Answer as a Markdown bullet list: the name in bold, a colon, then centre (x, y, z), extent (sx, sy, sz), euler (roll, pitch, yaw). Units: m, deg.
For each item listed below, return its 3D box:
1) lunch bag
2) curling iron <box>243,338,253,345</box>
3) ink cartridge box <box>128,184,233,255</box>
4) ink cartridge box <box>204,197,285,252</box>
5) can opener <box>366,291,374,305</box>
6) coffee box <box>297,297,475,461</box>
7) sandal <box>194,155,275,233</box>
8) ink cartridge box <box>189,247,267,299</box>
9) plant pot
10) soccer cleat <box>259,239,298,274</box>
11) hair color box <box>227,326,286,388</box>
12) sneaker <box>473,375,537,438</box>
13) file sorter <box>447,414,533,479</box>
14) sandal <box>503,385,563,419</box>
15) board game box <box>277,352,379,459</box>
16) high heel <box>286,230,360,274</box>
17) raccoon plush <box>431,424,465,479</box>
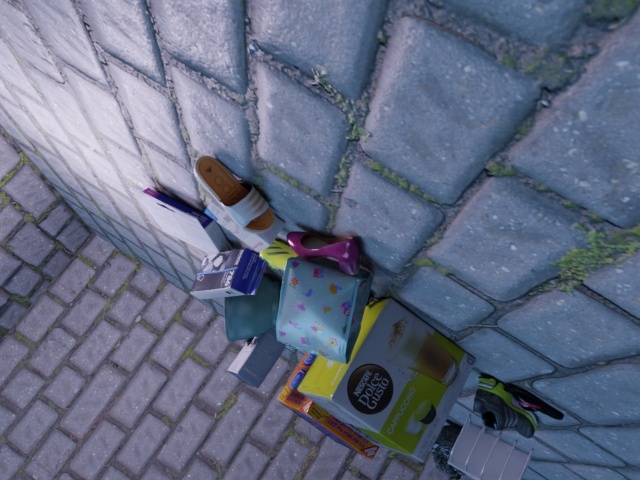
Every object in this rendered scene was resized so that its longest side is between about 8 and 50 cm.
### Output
- **lunch bag**: centre (0.004, 0.188, 1.473), extent (0.223, 0.262, 0.160), euler (15, -168, 17)
- **curling iron**: centre (-0.243, 0.325, 2.244), extent (0.035, 0.274, 0.068), euler (33, 144, -2)
- **ink cartridge box**: centre (-0.506, -0.078, 2.009), extent (0.324, 0.071, 0.330), euler (25, 156, 20)
- **ink cartridge box**: centre (-0.220, -0.065, 1.559), extent (0.203, 0.086, 0.148), euler (37, 161, -11)
- **can opener**: centre (0.075, 0.136, 1.635), extent (0.186, 0.073, 0.059), euler (34, -160, 10)
- **coffee box**: centre (0.187, 0.414, 1.662), extent (0.334, 0.337, 0.338), euler (37, 161, -8)
- **sandal**: centre (-0.220, -0.116, 1.417), extent (0.265, 0.102, 0.076), euler (44, 161, -20)
- **ink cartridge box**: centre (-0.329, 0.118, 1.938), extent (0.333, 0.165, 0.065), euler (-10, 142, 42)
- **plant pot**: centre (-0.251, 0.243, 2.098), extent (0.196, 0.293, 0.293), euler (1, 157, 0)
- **soccer cleat**: centre (-0.090, 0.057, 1.654), extent (0.289, 0.121, 0.093), euler (43, -165, 30)
- **hair color box**: centre (-0.215, 0.415, 2.248), extent (0.114, 0.374, 0.185), euler (39, 160, -12)
- **sneaker**: centre (0.565, 0.544, 1.695), extent (0.300, 0.121, 0.111), euler (43, 159, -23)
- **file sorter**: centre (0.676, 0.856, 2.158), extent (0.278, 0.193, 0.173), euler (25, 155, 25)
- **sandal**: centre (0.618, 0.481, 1.583), extent (0.179, 0.040, 0.067), euler (30, 160, 10)
- **board game box**: centre (0.099, 0.654, 2.343), extent (0.356, 0.356, 0.356), euler (40, 160, -14)
- **high heel**: centre (0.000, 0.000, 1.399), extent (0.244, 0.082, 0.117), euler (30, 144, 36)
- **raccoon plush**: centre (0.600, 0.908, 2.407), extent (0.446, 0.216, 0.299), euler (35, 153, -2)
